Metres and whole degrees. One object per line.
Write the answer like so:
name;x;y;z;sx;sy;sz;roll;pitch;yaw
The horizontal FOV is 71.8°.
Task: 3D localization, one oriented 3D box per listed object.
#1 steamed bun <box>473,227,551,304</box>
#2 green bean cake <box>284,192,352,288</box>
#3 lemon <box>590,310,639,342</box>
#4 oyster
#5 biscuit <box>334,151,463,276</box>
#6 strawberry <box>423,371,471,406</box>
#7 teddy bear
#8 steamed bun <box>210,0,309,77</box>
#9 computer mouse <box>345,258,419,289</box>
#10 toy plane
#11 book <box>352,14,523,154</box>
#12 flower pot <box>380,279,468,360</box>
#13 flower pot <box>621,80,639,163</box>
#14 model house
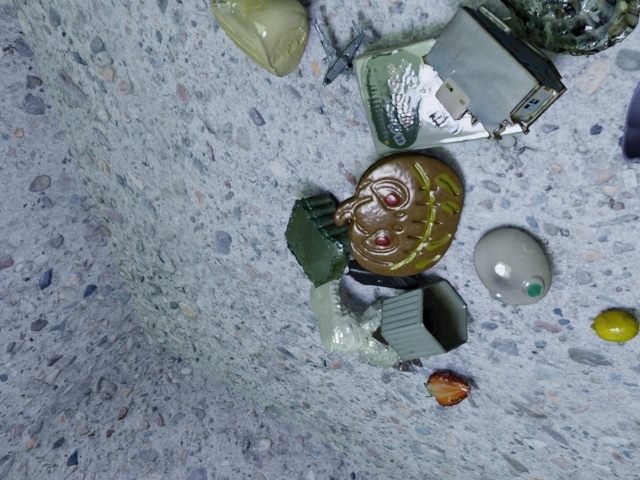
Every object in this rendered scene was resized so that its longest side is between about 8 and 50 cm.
steamed bun;0.512;0.083;1.190;0.177;0.131;0.228;-27;103;45
green bean cake;0.000;0.000;1.463;0.255;0.132;0.241;54;142;26
lemon;0.762;0.223;1.147;0.082;0.082;0.111;53;141;-11
oyster;0.411;-0.475;0.810;0.351;0.158;0.162;33;104;-8
biscuit;0.213;-0.057;1.242;0.350;0.070;0.394;1;125;4
strawberry;0.468;0.537;1.632;0.140;0.085;0.192;38;133;18
teddy bear;0.173;0.305;1.660;0.362;0.375;0.327;7;143;-22
steamed bun;-0.145;-0.558;1.112;0.232;0.166;0.273;42;-178;10
computer mouse;0.204;0.102;1.474;0.264;0.088;0.147;1;153;28
toy plane;0.060;-0.468;1.142;0.226;0.058;0.226;34;140;-14
book;0.278;-0.349;1.049;0.371;0.043;0.260;-3;122;30
flower pot;0.329;0.255;1.410;0.189;0.239;0.209;-31;75;49
flower pot;0.691;-0.227;0.723;0.243;0.265;0.265;15;132;13
model house;0.362;-0.319;0.893;0.271;0.206;0.178;58;135;25
